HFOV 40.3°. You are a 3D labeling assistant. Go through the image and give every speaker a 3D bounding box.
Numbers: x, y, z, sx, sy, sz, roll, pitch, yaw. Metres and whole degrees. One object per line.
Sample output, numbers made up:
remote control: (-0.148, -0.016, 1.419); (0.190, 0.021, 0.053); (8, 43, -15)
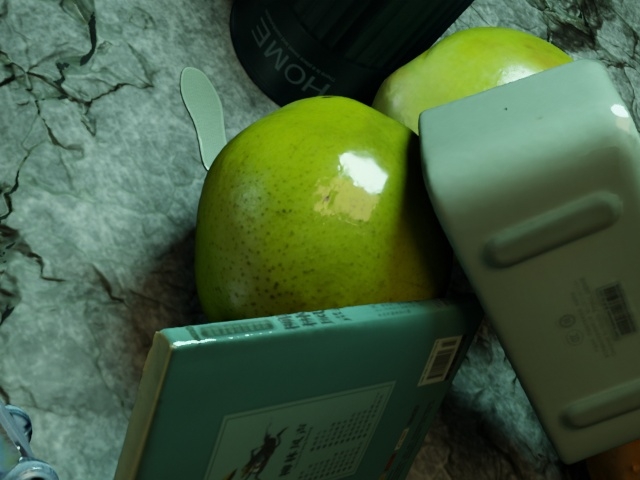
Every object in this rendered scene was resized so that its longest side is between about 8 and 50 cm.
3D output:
speaker: (0.259, 0.028, 0.879); (0.406, 0.184, 0.183); (59, 19, -28)

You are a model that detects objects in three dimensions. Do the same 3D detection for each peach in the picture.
peach: (0.223, -0.112, 1.084); (0.314, 0.281, 0.315); (-16, 62, -37)

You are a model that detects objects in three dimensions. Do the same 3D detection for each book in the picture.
book: (-0.016, 0.174, 0.790); (0.379, 0.264, 0.031); (-1, 30, -44)

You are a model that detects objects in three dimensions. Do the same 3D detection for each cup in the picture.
cup: (0.040, -0.348, 1.100); (0.242, 0.292, 0.308); (-26, 82, -38)

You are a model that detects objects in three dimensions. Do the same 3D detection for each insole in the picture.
insole: (-0.140, -0.148, 1.066); (0.053, 0.002, 0.152); (0, 66, -33)

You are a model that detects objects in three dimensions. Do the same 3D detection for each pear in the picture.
pear: (0.000, 0.000, 0.907); (0.294, 0.294, 0.294); (15, 59, -25)

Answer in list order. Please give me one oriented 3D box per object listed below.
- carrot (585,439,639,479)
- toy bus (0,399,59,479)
carrot: (0.417, 0.171, 1.107); (0.224, 0.224, 0.340); (1, 67, -32)
toy bus: (-0.298, 0.136, 0.642); (0.136, 0.109, 0.329); (-32, 124, -20)
